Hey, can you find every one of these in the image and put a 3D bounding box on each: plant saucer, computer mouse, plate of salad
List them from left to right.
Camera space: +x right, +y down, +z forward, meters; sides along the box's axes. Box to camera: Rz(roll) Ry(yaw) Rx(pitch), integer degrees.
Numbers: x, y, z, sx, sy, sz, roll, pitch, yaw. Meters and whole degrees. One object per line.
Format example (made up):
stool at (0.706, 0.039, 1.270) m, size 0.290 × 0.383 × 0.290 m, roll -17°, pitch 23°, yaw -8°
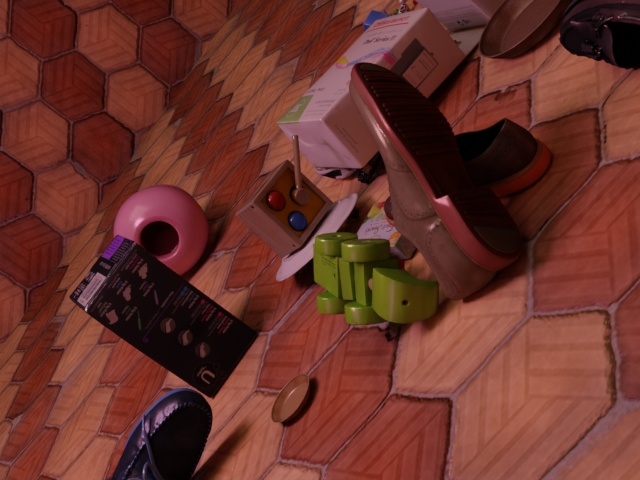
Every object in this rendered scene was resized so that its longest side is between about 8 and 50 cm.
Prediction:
plant saucer at (-0.039, 0.231, 1.587) m, size 0.083 × 0.015 × 0.083 m, roll -44°, pitch 22°, yaw 22°
plate of salad at (0.000, 0.000, 1.852) m, size 0.200 × 0.048 × 0.200 m, roll -45°, pitch 10°, yaw 11°
computer mouse at (0.060, -0.144, 1.980) m, size 0.193 × 0.042 × 0.106 m, roll 0°, pitch 59°, yaw 58°
plant saucer at (0.337, -0.360, 1.758) m, size 0.198 × 0.036 × 0.198 m, roll -42°, pitch 22°, yaw 22°

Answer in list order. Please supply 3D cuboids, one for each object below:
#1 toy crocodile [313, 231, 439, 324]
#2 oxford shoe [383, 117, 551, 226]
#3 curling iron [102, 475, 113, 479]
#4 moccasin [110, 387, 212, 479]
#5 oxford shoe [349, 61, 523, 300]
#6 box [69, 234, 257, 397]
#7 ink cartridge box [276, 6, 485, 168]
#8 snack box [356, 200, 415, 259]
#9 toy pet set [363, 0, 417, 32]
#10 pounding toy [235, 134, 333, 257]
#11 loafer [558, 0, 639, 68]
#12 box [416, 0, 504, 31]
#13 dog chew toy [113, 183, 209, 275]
toy crocodile at (0.062, 0.050, 1.554) m, size 0.340 × 0.105 × 0.115 m, roll -166°, pitch 72°, yaw -72°
oxford shoe at (0.180, -0.097, 1.514) m, size 0.271 × 0.098 × 0.097 m, roll -25°, pitch 36°, yaw 38°
curling iron at (-0.357, 0.412, 1.764) m, size 0.068 × 0.035 × 0.274 m, roll -65°, pitch -12°, yaw 21°
moccasin at (-0.253, 0.390, 1.653) m, size 0.342 × 0.137 × 0.117 m, roll -63°, pitch 22°, yaw 9°
oxford shoe at (0.115, -0.080, 1.417) m, size 0.130 × 0.123 × 0.348 m, roll -51°, pitch 56°, yaw 38°
box at (-0.271, 0.129, 1.886) m, size 0.143 × 0.270 × 0.165 m, roll -55°, pitch 20°, yaw -8°
ink cartridge box at (0.109, -0.289, 1.934) m, size 0.353 × 0.119 × 0.207 m, roll -47°, pitch 20°, yaw -14°
snack box at (0.107, -0.015, 1.659) m, size 0.141 × 0.037 × 0.100 m, roll -12°, pitch 44°, yaw 60°
toy pet set at (0.134, -0.481, 2.355) m, size 0.122 × 0.065 × 0.114 m, roll -17°, pitch 39°, yaw 58°
pounding toy at (-0.053, -0.074, 1.843) m, size 0.141 × 0.130 × 0.100 m, roll -54°, pitch 13°, yaw -31°
loafer at (0.393, -0.260, 1.372) m, size 0.095 × 0.109 × 0.302 m, roll -61°, pitch 24°, yaw -12°
box at (0.242, -0.475, 1.947) m, size 0.119 × 0.182 × 0.181 m, roll -56°, pitch 20°, yaw -6°
dog chew toy at (-0.353, -0.036, 2.471) m, size 0.206 × 0.206 × 0.332 m, roll -49°, pitch 12°, yaw 7°
